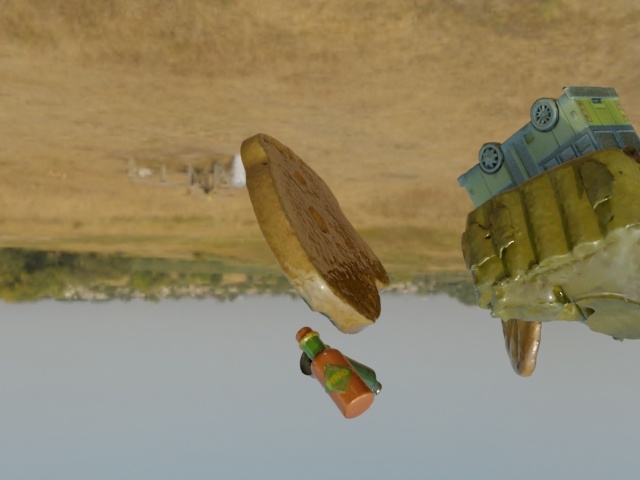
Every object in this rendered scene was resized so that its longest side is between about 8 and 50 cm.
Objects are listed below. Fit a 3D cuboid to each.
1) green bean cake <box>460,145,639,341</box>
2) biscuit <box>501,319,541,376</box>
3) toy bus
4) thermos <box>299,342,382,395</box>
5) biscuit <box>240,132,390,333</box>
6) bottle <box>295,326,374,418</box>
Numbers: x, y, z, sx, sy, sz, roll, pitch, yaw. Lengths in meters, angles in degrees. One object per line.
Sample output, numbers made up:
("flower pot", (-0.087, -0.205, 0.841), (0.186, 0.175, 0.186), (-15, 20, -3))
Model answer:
("green bean cake", (0.389, 0.045, 1.203), (0.285, 0.202, 0.310), (-31, 135, 33))
("biscuit", (0.343, 0.112, 1.405), (0.041, 0.260, 0.203), (10, 144, -4))
("toy bus", (0.416, -0.127, 1.504), (0.152, 0.190, 0.312), (-8, 158, -38))
("thermos", (0.049, 0.274, 1.669), (0.188, 0.083, 0.073), (31, 156, -34))
("biscuit", (-0.002, 0.001, 1.204), (0.057, 0.343, 0.287), (-37, 138, 17))
("bottle", (0.017, 0.226, 1.462), (0.069, 0.069, 0.187), (4, -145, -47))
